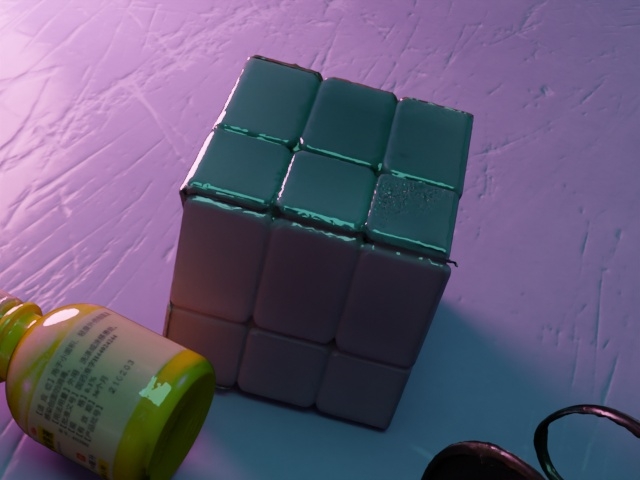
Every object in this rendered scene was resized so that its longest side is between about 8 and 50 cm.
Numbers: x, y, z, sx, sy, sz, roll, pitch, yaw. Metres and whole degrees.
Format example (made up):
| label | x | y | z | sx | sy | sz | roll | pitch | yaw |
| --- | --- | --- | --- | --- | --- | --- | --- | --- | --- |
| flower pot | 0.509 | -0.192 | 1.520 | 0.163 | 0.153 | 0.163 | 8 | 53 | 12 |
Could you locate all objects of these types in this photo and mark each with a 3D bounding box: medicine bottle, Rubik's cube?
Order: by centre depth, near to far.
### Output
| label | x | y | z | sx | sy | sz | roll | pitch | yaw |
| --- | --- | --- | --- | --- | --- | --- | --- | --- | --- |
| medicine bottle | -0.203 | 0.108 | 0.881 | 0.212 | 0.122 | 0.122 | 24 | 41 | 13 |
| Rubik's cube | 0.000 | 0.000 | 0.986 | 0.224 | 0.221 | 0.231 | 16 | 40 | 2 |

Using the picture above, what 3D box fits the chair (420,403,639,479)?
| label | x | y | z | sx | sy | sz | roll | pitch | yaw |
| --- | --- | --- | --- | --- | --- | --- | --- | --- | --- |
| chair | 0.294 | 0.207 | 0.834 | 0.400 | 0.227 | 0.226 | -12 | 47 | -29 |
